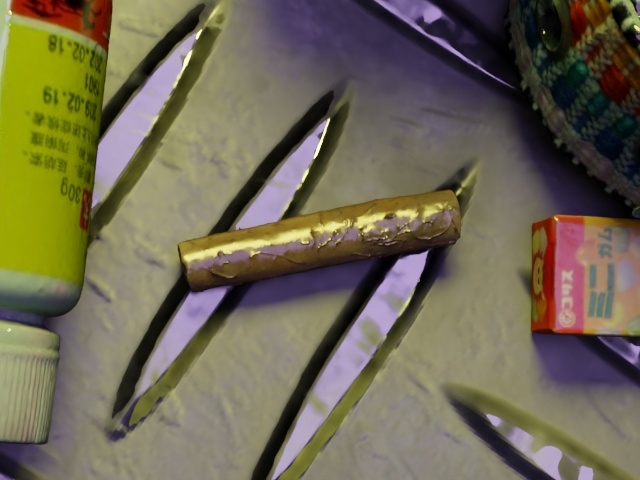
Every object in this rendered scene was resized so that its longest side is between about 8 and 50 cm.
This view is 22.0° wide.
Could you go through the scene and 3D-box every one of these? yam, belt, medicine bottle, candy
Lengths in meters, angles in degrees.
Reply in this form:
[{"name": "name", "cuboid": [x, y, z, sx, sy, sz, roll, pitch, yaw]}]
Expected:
[{"name": "yam", "cuboid": [0.000, 0.000, 0.841, 0.145, 0.032, 0.032, -11, 87, -10]}, {"name": "belt", "cuboid": [0.227, -0.101, 0.824, 0.257, 0.150, 0.207, 29, 67, -2]}, {"name": "medicine bottle", "cuboid": [-0.173, -0.024, 0.756, 0.139, 0.139, 0.226, 7, 83, -10]}, {"name": "candy", "cuboid": [0.174, 0.021, 0.868, 0.121, 0.038, 0.062, 2, 84, -10]}]
